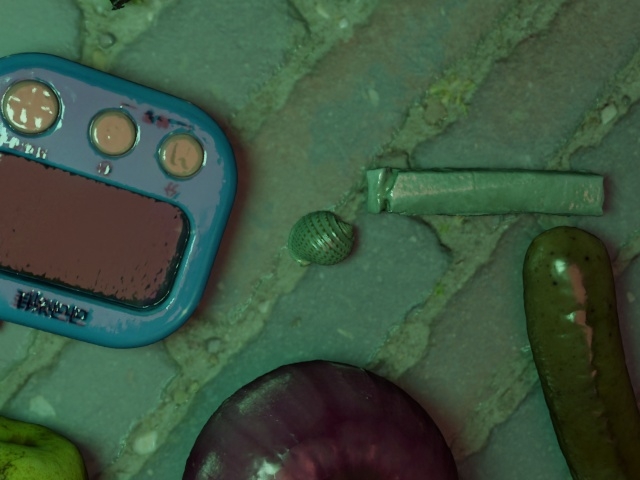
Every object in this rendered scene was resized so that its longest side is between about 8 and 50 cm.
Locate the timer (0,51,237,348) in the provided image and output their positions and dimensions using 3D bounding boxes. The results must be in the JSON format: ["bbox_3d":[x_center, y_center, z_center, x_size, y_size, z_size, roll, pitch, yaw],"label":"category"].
[{"bbox_3d":[-0.284,-0.045,1.219,0.340,0.115,0.309,17,93,-17],"label":"timer"}]

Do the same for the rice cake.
[{"bbox_3d":[0.222,-0.065,1.383,0.336,0.063,0.066,1,96,-16],"label":"rice cake"}]

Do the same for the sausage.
[{"bbox_3d":[0.379,0.217,1.446,0.136,0.123,0.500,-29,108,-39],"label":"sausage"}]

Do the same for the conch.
[{"bbox_3d":[0.001,-0.001,1.339,0.085,0.056,0.076,-34,94,-8],"label":"conch"}]

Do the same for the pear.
[{"bbox_3d":[-0.375,0.310,1.216,0.197,0.197,0.197,-3,100,-15],"label":"pear"}]

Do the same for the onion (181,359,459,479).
[{"bbox_3d":[0.010,0.318,1.270,0.358,0.345,0.358,10,63,-20],"label":"onion"}]

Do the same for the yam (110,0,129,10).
[{"bbox_3d":[-0.222,-0.415,1.173,0.131,0.131,0.279,-19,101,-12],"label":"yam"}]
